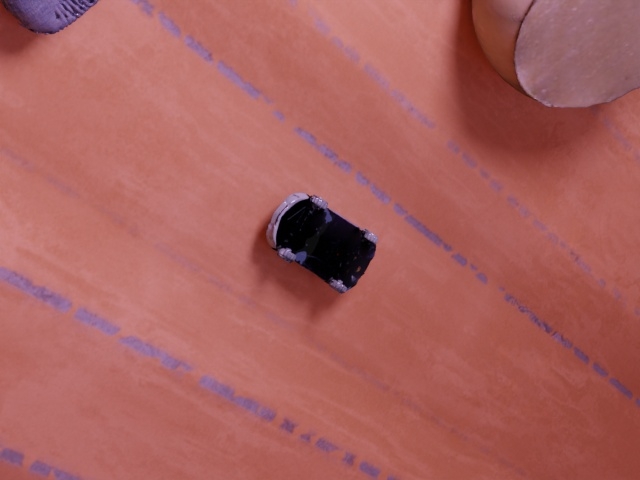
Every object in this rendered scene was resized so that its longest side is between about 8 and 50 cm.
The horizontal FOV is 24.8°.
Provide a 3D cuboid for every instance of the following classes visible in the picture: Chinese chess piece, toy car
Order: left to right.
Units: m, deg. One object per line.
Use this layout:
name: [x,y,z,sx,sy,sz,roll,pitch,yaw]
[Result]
toy car: [0.000,0.000,1.967,0.205,0.056,0.095,33,90,-43]
Chinese chess piece: [0.373,-0.335,1.982,0.338,0.140,0.338,-17,142,-14]

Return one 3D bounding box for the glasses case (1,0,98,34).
glasses case: [-0.231,-0.338,1.560,0.282,0.067,0.109,-45,137,-12]
